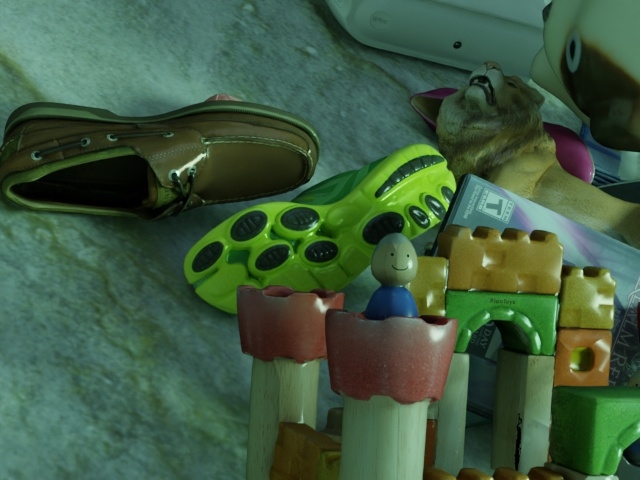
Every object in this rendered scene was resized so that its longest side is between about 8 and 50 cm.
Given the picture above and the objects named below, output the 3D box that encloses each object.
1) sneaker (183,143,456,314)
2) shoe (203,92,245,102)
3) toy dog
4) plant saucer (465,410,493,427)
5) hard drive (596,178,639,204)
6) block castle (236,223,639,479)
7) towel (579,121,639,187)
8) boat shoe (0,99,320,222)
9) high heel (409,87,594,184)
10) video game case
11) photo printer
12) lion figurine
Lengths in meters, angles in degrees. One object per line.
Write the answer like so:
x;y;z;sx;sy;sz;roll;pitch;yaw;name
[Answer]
0.000;0.000;1.280;0.295;0.123;0.109;-23;88;-28;sneaker
-0.122;-0.109;1.388;0.178;0.063;0.081;-5;41;-42;shoe
0.403;-0.189;1.437;0.408;0.284;0.395;4;29;-48;toy dog
0.143;0.145;1.222;0.192;0.018;0.067;-5;43;-33;plant saucer
0.407;-0.008;1.490;0.255;0.054;0.172;-5;39;-8;hard drive
0.180;0.099;1.003;0.453;0.212;0.303;3;1;-19;block castle
0.461;-0.077;1.692;0.285;0.034;0.209;24;33;3;towel
-0.150;-0.062;1.257;0.307;0.110;0.104;-2;38;-5;boat shoe
0.208;-0.120;1.537;0.117;0.082;0.244;8;24;-35;high heel
0.216;0.083;1.196;0.274;0.196;0.026;23;-7;-8;video game case
0.146;-0.341;1.812;0.308;0.107;0.256;12;35;-15;photo printer
0.266;-0.021;1.385;0.392;0.142;0.240;36;49;14;lion figurine
